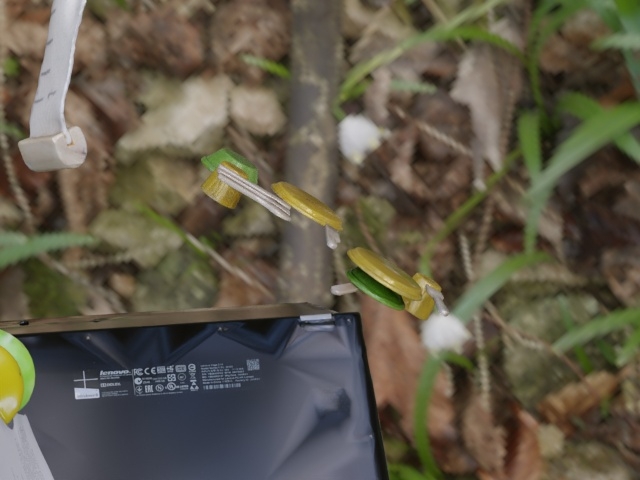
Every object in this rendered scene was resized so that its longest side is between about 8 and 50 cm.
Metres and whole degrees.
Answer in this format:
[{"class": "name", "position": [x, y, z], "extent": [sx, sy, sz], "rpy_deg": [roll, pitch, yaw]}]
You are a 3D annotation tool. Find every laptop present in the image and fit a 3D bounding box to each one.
[{"class": "laptop", "position": [-0.155, 0.184, 1.707], "extent": [0.381, 0.236, 0.408], "rpy_deg": [-4, 58, -10]}]

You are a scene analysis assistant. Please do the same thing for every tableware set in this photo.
[{"class": "tableware set", "position": [0.000, 0.000, 1.010], "extent": [0.024, 0.154, 0.104], "rpy_deg": [-58, 10, 11]}]

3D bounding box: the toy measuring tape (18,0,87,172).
[{"class": "toy measuring tape", "position": [-0.094, -0.191, 1.053], "extent": [0.121, 0.121, 0.330], "rpy_deg": [2, 79, 31]}]

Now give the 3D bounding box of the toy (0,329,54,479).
[{"class": "toy", "position": [-0.160, 0.077, 0.686], "extent": [0.056, 0.237, 0.137], "rpy_deg": [-19, 95, 8]}]
